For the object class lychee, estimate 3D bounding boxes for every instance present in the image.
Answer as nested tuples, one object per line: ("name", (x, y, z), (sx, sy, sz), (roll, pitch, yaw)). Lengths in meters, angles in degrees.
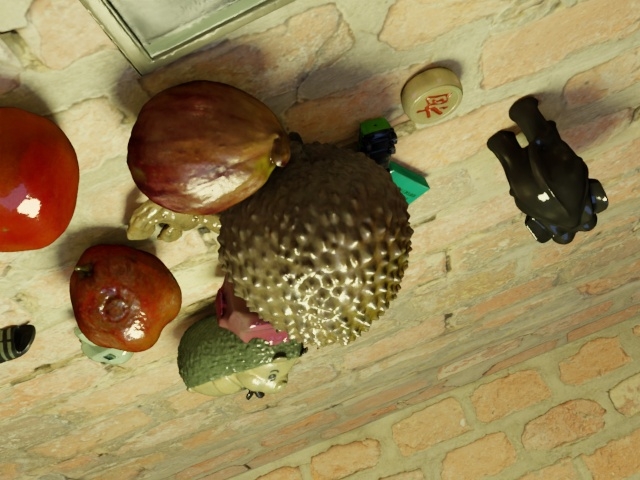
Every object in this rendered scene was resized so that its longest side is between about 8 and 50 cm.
("lychee", (0.000, 0.000, 1.454), (0.380, 0.380, 0.432), (-20, 114, -4))

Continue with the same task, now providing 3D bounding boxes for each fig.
("fig", (-0.189, -0.152, 1.273), (0.263, 0.224, 0.224), (-20, 151, -11))

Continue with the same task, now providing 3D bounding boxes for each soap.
("soap", (-0.094, 0.124, 1.800), (0.325, 0.220, 0.127), (-8, 140, -23))

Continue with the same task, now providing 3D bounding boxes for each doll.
("doll", (-0.198, 0.288, 1.933), (0.349, 0.247, 0.247), (-24, 154, 31))

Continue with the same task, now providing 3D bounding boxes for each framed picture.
("framed picture", (-0.131, -0.420, 1.037), (0.446, 0.028, 0.326), (-25, 151, 6))

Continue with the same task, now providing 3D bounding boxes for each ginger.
("ginger", (-0.285, -0.036, 1.557), (0.149, 0.065, 0.259), (-27, 159, 35))

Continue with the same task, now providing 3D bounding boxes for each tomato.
("tomato", (-0.500, -0.086, 1.199), (0.260, 0.180, 0.260), (-13, 142, -10))

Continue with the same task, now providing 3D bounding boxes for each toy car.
("toy car", (0.109, -0.181, 1.568), (0.071, 0.062, 0.165), (-15, 150, -10))

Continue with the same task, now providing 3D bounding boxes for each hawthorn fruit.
("hawthorn fruit", (-0.410, 0.104, 1.555), (0.224, 0.224, 0.261), (-24, 139, 4))

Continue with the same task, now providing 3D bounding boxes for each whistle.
("whistle", (-0.513, 0.240, 1.822), (0.101, 0.106, 0.253), (-52, 159, -8))

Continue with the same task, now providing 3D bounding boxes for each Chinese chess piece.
("Chinese chess piece", (0.217, -0.280, 1.485), (0.122, 0.051, 0.122), (-17, 151, -10))

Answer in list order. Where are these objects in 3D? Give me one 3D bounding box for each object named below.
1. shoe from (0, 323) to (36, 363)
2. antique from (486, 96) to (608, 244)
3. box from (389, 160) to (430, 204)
("shoe", (-0.723, 0.238, 1.713), (0.179, 0.071, 0.049), (-24, 148, 13))
("antique", (0.507, -0.138, 1.720), (0.185, 0.255, 0.322), (-34, 151, 16))
("box", (0.119, -0.087, 1.756), (0.226, 0.042, 0.161), (-38, 147, 26))
